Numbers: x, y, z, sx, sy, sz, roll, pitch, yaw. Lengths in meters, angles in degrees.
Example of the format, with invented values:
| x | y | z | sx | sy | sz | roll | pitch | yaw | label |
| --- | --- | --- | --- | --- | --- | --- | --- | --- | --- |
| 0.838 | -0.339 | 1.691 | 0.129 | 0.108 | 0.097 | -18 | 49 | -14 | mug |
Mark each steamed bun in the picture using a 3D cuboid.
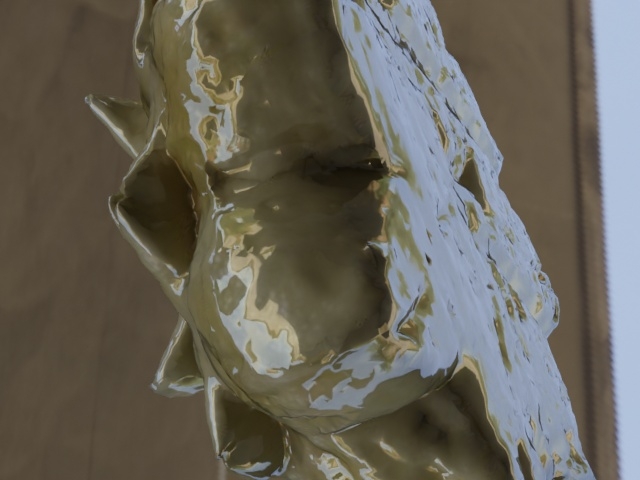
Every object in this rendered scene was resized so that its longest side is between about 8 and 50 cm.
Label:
| x | y | z | sx | sy | sz | roll | pitch | yaw | label |
| --- | --- | --- | --- | --- | --- | --- | --- | --- | --- |
| 0.000 | 0.000 | 0.571 | 0.292 | 0.137 | 0.295 | -77 | -34 | -63 | steamed bun |
